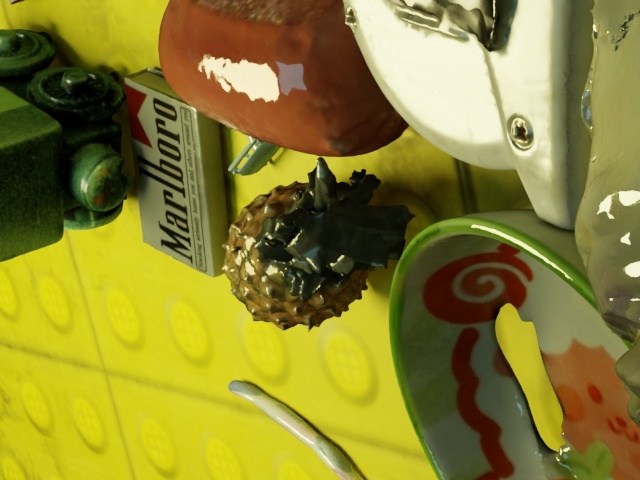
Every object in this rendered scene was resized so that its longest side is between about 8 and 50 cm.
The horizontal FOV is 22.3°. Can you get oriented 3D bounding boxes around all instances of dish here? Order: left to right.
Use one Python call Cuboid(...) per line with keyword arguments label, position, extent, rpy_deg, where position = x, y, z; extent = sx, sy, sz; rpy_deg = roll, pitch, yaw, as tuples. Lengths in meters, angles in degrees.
Cuboid(label="dish", position=(0.193, 0.111, 1.116), extent=(0.324, 0.124, 0.324), rpy_deg=(42, 146, 37))

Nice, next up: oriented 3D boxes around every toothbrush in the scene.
Cuboid(label="toothbrush", position=(0.000, 0.194, 1.508), extent=(0.269, 0.021, 0.027), rpy_deg=(32, 121, 39))

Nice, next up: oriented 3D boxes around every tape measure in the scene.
Cuboid(label="tape measure", position=(0.121, -0.165, 1.040), extent=(0.265, 0.130, 0.258), rpy_deg=(27, 132, 43))

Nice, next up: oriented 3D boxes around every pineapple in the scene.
Cuboid(label="pineapple", position=(0.000, 0.001, 1.257), extent=(0.128, 0.128, 0.248), rpy_deg=(64, 164, 3))

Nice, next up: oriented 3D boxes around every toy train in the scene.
Cuboid(label="toy train", position=(-0.324, -0.096, 1.584), extent=(0.299, 0.238, 0.167), rpy_deg=(31, 129, 39))

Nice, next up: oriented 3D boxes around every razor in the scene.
Cuboid(label="razor", position=(-0.077, -0.130, 1.411), extent=(0.135, 0.040, 0.068), rpy_deg=(63, 145, 13))

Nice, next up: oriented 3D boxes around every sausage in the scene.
Cuboid(label="sausage", position=(-0.028, -0.142, 1.239), extent=(0.254, 0.148, 0.148), rpy_deg=(20, 125, 38))

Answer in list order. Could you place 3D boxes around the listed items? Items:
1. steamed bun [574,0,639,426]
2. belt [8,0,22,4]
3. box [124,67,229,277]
Cuboid(label="steamed bun", position=(0.258, 0.030, 0.813), extent=(0.394, 0.237, 0.346), rpy_deg=(42, 157, 10))
Cuboid(label="belt", position=(-0.242, -0.276, 1.520), extent=(0.232, 0.071, 0.053), rpy_deg=(-12, 106, 58))
Cuboid(label="box", position=(-0.132, -0.063, 1.520), extent=(0.115, 0.036, 0.177), rpy_deg=(27, 130, 43))
